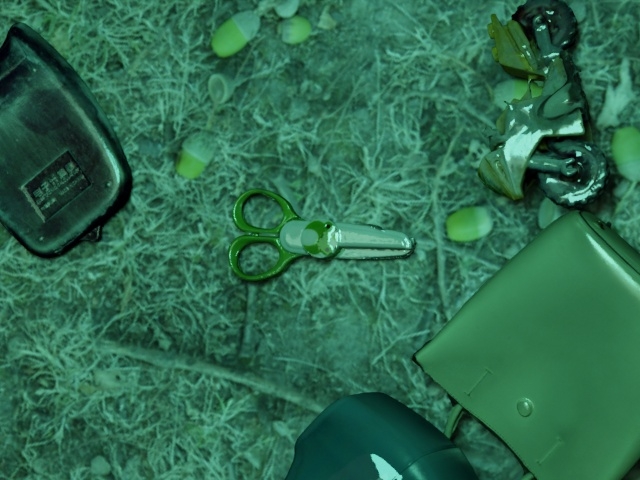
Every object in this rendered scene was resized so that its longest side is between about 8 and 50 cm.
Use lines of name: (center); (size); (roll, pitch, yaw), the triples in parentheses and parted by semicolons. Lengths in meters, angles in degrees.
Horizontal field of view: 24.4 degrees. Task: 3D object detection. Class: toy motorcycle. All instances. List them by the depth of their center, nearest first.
toy motorcycle: (0.211, -0.135, 1.495); (0.130, 0.094, 0.229); (-15, 71, 19)

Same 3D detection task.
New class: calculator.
calculator: (-0.324, -0.108, 1.679); (0.177, 0.040, 0.268); (-39, 80, 12)

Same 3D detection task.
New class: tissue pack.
tissue pack: (0.029, 0.307, 1.444); (0.206, 0.198, 0.287); (42, 100, 20)

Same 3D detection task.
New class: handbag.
handbag: (0.224, 0.142, 1.459); (0.241, 0.109, 0.315); (45, 101, 16)

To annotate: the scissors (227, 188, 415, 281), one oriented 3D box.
scissors: (0.000, 0.000, 1.576); (0.204, 0.027, 0.101); (5, 87, 18)
